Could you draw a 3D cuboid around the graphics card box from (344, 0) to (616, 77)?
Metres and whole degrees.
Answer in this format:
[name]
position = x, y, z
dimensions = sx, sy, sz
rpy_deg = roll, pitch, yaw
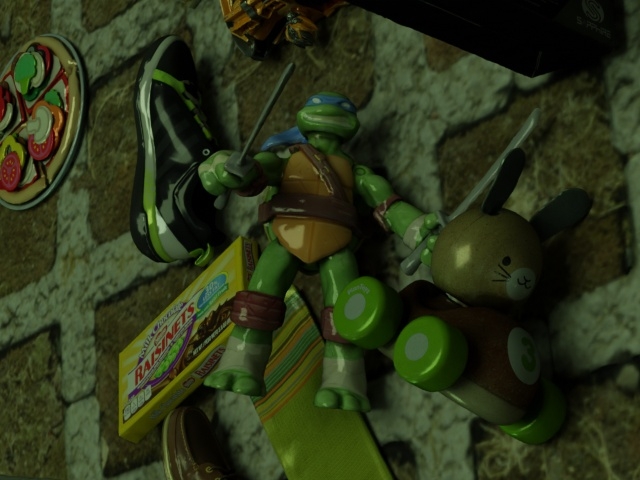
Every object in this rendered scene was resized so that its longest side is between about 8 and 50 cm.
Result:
[graphics card box]
position = 0.116, -0.330, 1.355
dimensions = 0.094, 0.233, 0.371
rpy_deg = -17, 68, 41

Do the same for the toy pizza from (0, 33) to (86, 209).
[toy pizza]
position = -0.327, -0.134, 1.985
dimensions = 0.201, 0.032, 0.201
rpy_deg = -17, 67, 46

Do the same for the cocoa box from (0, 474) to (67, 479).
[cocoa box]
position = -0.268, 0.416, 1.609
dimensions = 0.228, 0.231, 0.347
rpy_deg = -43, 50, 34

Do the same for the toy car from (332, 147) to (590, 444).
[toy car]
position = 0.132, 0.031, 1.335
dimensions = 0.149, 0.155, 0.188
rpy_deg = 32, 91, 48

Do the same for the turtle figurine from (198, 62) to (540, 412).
[turtle figurine]
position = 0.000, 0.000, 1.445
dimensions = 0.275, 0.198, 0.266
rpy_deg = 3, 82, 53

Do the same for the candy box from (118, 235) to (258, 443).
[candy box]
position = -0.125, 0.094, 1.676
dimensions = 0.206, 0.027, 0.105
rpy_deg = -44, 33, 33

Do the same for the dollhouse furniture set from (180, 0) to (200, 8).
[dollhouse furniture set]
position = -0.197, -0.333, 1.774
dimensions = 0.101, 0.182, 0.161
rpy_deg = -47, 49, 30

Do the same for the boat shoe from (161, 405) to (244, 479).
[boat shoe]
position = -0.091, 0.226, 1.595
dimensions = 0.060, 0.064, 0.178
rpy_deg = -34, 62, 33

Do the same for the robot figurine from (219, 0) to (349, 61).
[robot figurine]
position = -0.042, -0.313, 1.666
dimensions = 0.211, 0.085, 0.291
rpy_deg = -29, 59, 42

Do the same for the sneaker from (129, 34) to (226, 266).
[sneaker]
position = -0.121, -0.086, 1.720
dimensions = 0.097, 0.084, 0.234
rpy_deg = -6, 75, 23

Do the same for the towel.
[towel]
position = -0.010, 0.155, 1.549
dimensions = 0.102, 0.021, 0.237
rpy_deg = -52, 46, 28
